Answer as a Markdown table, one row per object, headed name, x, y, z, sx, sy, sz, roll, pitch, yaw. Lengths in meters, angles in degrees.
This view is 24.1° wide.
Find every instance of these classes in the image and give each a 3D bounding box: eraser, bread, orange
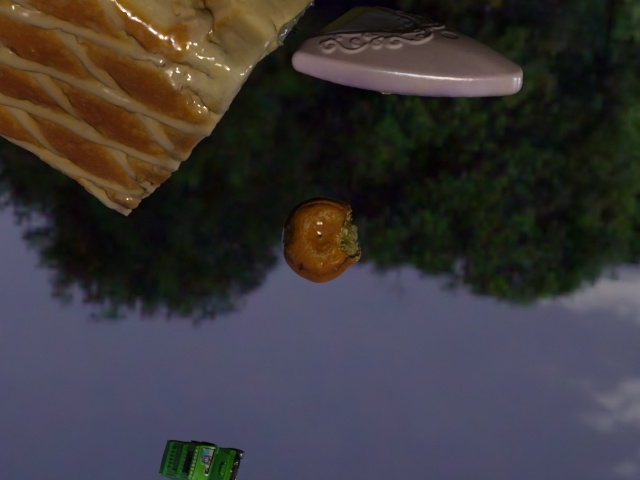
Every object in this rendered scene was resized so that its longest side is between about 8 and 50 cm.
| name | x | y | z | sx | sy | sz | roll | pitch | yaw |
| --- | --- | --- | --- | --- | --- | --- | --- | --- | --- |
| eraser | 0.116 | -0.218 | 1.718 | 0.243 | 0.059 | 0.204 | 14 | -153 | 18 |
| bread | -0.256 | -0.272 | 1.820 | 0.390 | 0.279 | 0.371 | 35 | 145 | -16 |
| orange | 0.000 | 0.000 | 1.483 | 0.086 | 0.086 | 0.062 | 7 | 171 | 5 |

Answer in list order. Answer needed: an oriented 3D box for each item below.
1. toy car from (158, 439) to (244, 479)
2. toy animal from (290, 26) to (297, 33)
| name | x | y | z | sx | sy | sz | roll | pitch | yaw |
| --- | --- | --- | --- | --- | --- | --- | --- | --- | --- |
| toy car | -0.172 | 0.324 | 2.157 | 0.062 | 0.071 | 0.165 | 20 | 168 | -30 |
| toy animal | -0.104 | -0.391 | 2.197 | 0.210 | 0.117 | 0.121 | 28 | -159 | -26 |
